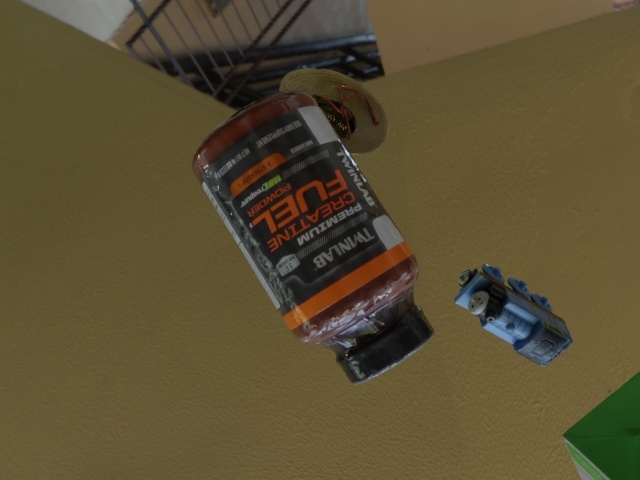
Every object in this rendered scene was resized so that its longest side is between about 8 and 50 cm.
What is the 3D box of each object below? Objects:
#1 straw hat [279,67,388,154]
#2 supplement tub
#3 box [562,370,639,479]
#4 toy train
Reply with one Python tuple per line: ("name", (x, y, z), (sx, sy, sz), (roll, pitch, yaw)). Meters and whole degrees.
("straw hat", (0.007, -0.133, 0.756), (0.144, 0.061, 0.145), (16, -131, -20))
("supplement tub", (0.000, 0.000, 0.462), (0.106, 0.106, 0.198), (-33, -95, -1))
("box", (0.463, 0.259, 0.794), (0.262, 0.231, 0.127), (-37, -145, -5))
("toy train", (0.286, 0.108, 0.969), (0.080, 0.184, 0.105), (-52, -162, 25))
